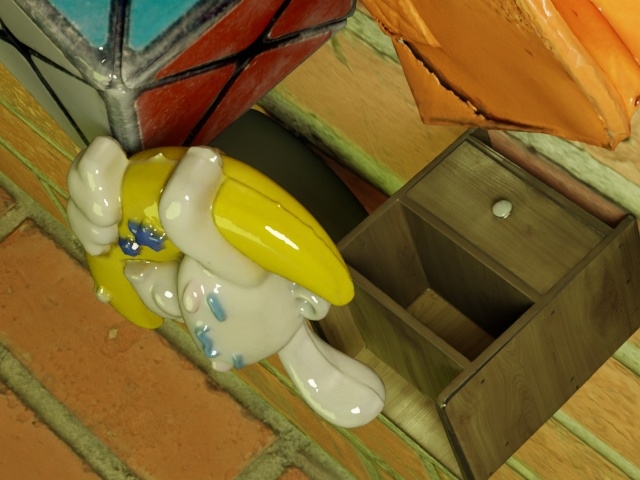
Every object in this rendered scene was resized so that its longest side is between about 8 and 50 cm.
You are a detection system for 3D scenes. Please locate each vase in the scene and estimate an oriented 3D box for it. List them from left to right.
[{"bbox_3d":[0.000,0.000,1.774,0.321,0.173,0.173,30,160,31],"label":"vase"}]

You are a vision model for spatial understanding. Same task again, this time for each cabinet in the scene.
[{"bbox_3d":[0.125,0.044,1.376,0.175,0.215,0.148,38,163,35],"label":"cabinet"}]

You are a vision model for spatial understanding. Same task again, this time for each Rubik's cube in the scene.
[{"bbox_3d":[-0.138,-0.226,1.307,0.260,0.259,0.255,43,165,11],"label":"Rubik's cube"}]

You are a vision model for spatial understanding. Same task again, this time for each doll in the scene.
[{"bbox_3d":[-0.074,0.025,1.261,0.237,0.111,0.252,12,140,22],"label":"doll"}]

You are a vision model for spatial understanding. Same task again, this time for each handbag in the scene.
[{"bbox_3d":[0.049,-0.240,1.019,0.410,0.116,0.303,52,168,-21],"label":"handbag"}]
